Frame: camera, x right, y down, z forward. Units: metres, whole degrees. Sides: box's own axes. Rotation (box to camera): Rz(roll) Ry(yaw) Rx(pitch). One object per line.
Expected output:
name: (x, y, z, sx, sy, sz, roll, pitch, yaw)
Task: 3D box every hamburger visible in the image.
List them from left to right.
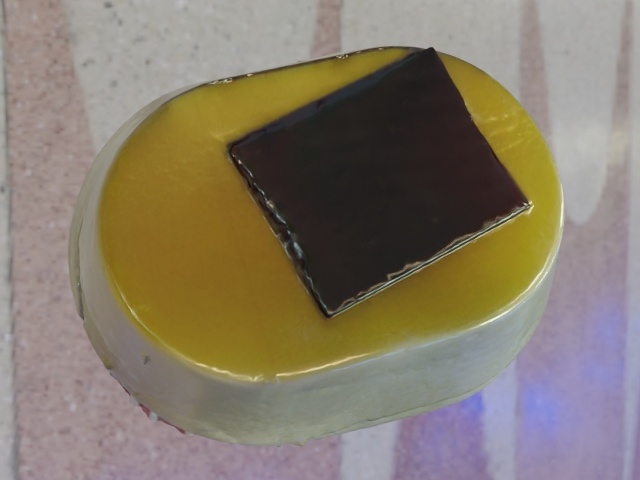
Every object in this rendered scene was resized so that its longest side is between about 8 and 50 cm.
hamburger: (0.000, 0.000, 0.780, 0.151, 0.295, 0.227, 119, -42, -73)
